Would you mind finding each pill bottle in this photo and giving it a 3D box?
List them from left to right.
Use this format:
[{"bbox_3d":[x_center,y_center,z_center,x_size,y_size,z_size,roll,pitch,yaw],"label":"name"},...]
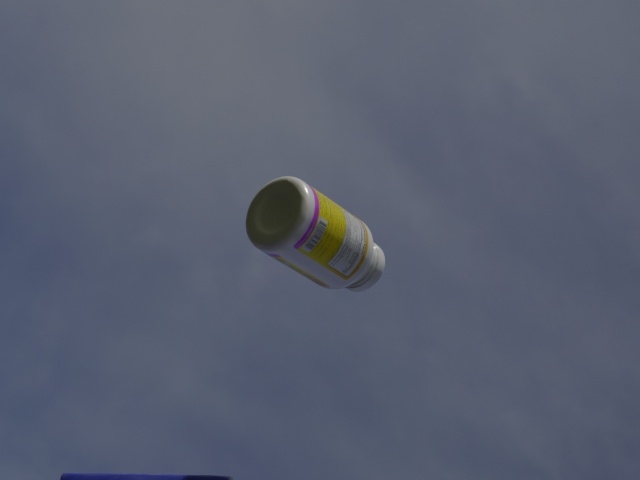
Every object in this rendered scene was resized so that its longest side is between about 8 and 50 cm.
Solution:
[{"bbox_3d":[0.000,0.000,0.670,0.043,0.083,0.043,-18,-123,31],"label":"pill bottle"}]

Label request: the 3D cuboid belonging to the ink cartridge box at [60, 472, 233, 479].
[{"bbox_3d":[-0.119,0.232,0.500,0.270,0.395,0.151,0,-72,8],"label":"ink cartridge box"}]
